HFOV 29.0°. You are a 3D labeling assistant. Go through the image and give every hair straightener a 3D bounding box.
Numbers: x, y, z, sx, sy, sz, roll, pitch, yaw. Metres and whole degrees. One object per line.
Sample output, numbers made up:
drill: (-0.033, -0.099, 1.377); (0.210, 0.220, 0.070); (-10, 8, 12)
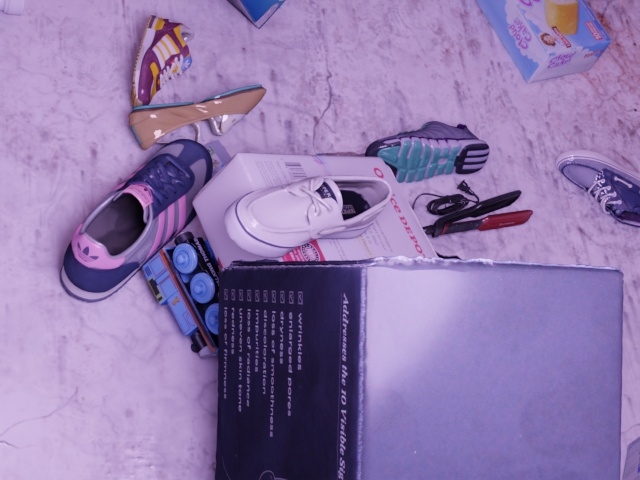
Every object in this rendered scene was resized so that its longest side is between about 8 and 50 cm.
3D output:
hair straightener: (0.229, -0.051, 2.002); (0.230, 0.047, 0.089); (-13, 64, -22)

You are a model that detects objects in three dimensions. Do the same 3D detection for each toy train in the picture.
toy train: (-0.167, 0.079, 1.721); (0.080, 0.105, 0.184); (-9, 65, -54)

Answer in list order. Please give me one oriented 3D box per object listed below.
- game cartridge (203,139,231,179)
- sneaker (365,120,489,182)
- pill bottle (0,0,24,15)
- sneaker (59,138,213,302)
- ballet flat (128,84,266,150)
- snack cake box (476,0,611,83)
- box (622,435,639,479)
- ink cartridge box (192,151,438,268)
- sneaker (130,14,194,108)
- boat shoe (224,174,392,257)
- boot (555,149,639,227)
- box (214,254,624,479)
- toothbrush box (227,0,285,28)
game cartridge: (-0.175, -0.119, 1.903); (0.083, 0.017, 0.056); (-26, 75, -32)
sneaker: (0.162, -0.153, 2.030); (0.223, 0.083, 0.098); (-1, 39, -27)
pill bottle: (-0.576, -0.393, 1.845); (0.264, 0.146, 0.146); (1, 58, -20)
sneaker: (-0.243, -0.052, 1.758); (0.112, 0.131, 0.319); (32, 55, 2)
ballet flat: (-0.185, -0.187, 1.921); (0.232, 0.080, 0.073); (-14, 93, -25)
snack cake box: (0.392, -0.425, 2.271); (0.152, 0.089, 0.264); (-15, 65, -29)
box: (0.512, 0.367, 1.816); (0.126, 0.072, 0.137); (24, 54, -4)
ink cartridge box: (0.000, 0.000, 1.766); (0.306, 0.131, 0.226); (0, 56, -46)
sneaker: (-0.245, -0.277, 1.944); (0.084, 0.069, 0.185); (12, 56, -7)
boat shoe: (-0.008, -0.042, 1.616); (0.267, 0.088, 0.096); (-4, 60, -45)
boot: (0.486, -0.087, 2.099); (0.190, 0.069, 0.086); (17, 51, -12)
box: (0.081, 0.260, 1.371); (0.297, 0.472, 0.480); (2, 88, -19)
toothbrush box: (-0.059, -0.511, 1.995); (0.126, 0.216, 0.295); (44, 92, 8)
